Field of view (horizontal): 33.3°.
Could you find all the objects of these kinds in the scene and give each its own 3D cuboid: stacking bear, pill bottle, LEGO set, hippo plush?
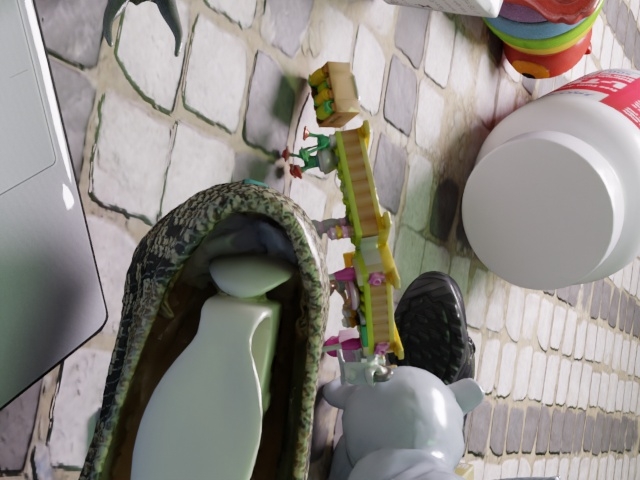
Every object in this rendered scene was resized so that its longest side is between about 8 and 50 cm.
[{"bbox_3d":[0.259,-0.283,1.261,0.289,0.175,0.164,40,66,-69],"label":"stacking bear"},{"bbox_3d":[0.326,-0.079,1.335,0.408,0.229,0.229,-29,121,-58],"label":"pill bottle"},{"bbox_3d":[0.000,0.000,0.902,0.132,0.107,0.287,-113,-166,-72],"label":"LEGO set"},{"bbox_3d":[0.043,0.222,0.936,0.236,0.234,0.294,-99,-171,-51],"label":"hippo plush"}]

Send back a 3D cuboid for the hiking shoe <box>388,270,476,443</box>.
[{"bbox_3d":[0.124,0.119,1.164,0.114,0.086,0.227,-66,156,-57],"label":"hiking shoe"}]

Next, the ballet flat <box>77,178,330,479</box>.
[{"bbox_3d":[-0.085,0.195,0.579,0.182,0.164,0.482,134,-33,-80],"label":"ballet flat"}]

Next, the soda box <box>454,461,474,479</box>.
[{"bbox_3d":[0.113,0.302,1.183,0.181,0.058,0.061,-21,113,-59],"label":"soda box"}]

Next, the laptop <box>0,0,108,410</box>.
[{"bbox_3d":[-0.159,-0.024,0.401,0.408,0.236,0.382,-43,133,-52],"label":"laptop"}]

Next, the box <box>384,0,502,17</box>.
[{"bbox_3d":[0.095,-0.312,0.928,0.181,0.119,0.182,19,87,-59],"label":"box"}]

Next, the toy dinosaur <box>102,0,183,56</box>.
[{"bbox_3d":[-0.071,-0.231,0.696,0.313,0.121,0.160,-39,141,-60],"label":"toy dinosaur"}]
